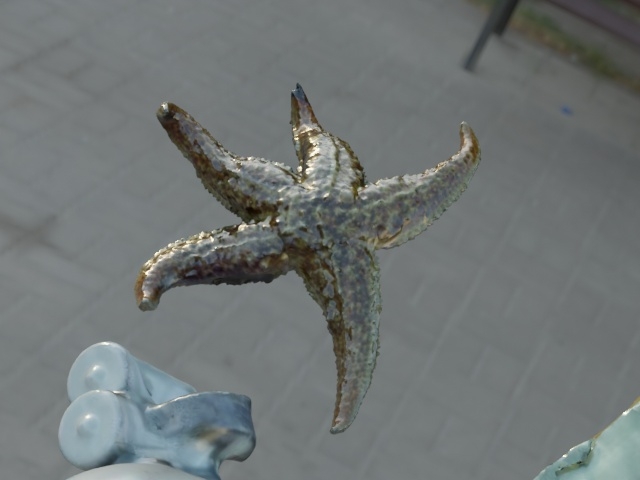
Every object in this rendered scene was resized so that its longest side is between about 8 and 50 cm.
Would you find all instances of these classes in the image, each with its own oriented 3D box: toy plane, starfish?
[{"bbox_3d":[-0.031,0.109,0.481,0.174,0.080,0.174,57,16,-27],"label":"toy plane"},{"bbox_3d":[0.000,-0.006,0.975,0.213,0.057,0.238,-11,51,-12],"label":"starfish"}]

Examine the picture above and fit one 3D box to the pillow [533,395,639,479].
[{"bbox_3d":[0.185,0.178,0.656,0.312,0.310,0.119,52,-13,-1],"label":"pillow"}]
